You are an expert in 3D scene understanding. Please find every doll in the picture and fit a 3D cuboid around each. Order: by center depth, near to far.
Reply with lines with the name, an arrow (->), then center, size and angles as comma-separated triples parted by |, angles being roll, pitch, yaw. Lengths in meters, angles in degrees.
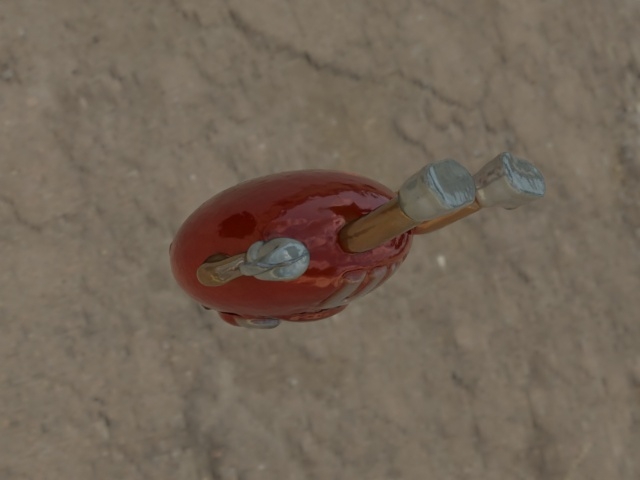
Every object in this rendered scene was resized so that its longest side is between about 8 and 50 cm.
doll -> 0.000, 0.000, 0.831 | 0.183, 0.217, 0.085 | -14, 90, -62
